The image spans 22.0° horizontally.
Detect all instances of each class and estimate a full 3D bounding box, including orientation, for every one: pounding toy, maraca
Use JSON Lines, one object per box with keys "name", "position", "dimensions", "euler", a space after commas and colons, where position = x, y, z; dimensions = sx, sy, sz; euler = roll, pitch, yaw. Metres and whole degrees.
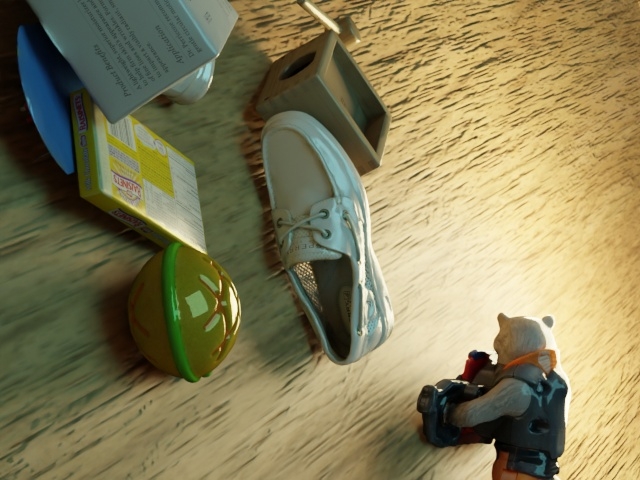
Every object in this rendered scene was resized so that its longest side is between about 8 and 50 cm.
{"name": "pounding toy", "position": [-0.008, -0.179, 1.840], "dimensions": [0.181, 0.094, 0.206], "euler": [54, 24, -21]}
{"name": "maraca", "position": [-0.120, 0.067, 1.496], "dimensions": [0.185, 0.099, 0.127], "euler": [54, 31, -79]}

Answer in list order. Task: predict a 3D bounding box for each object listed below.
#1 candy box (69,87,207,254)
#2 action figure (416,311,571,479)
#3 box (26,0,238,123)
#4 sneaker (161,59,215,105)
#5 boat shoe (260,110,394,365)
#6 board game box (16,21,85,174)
{"name": "candy box", "position": [-0.164, -0.056, 1.514], "dimensions": [0.206, 0.027, 0.105], "euler": [38, 41, -61]}
{"name": "action figure", "position": [0.268, 0.247, 1.987], "dimensions": [0.341, 0.179, 0.330], "euler": [-7, 92, -56]}
{"name": "box", "position": [-0.176, -0.225, 1.467], "dimensions": [0.181, 0.119, 0.182], "euler": [57, 12, -15]}
{"name": "sneaker", "position": [-0.152, -0.245, 1.642], "dimensions": [0.094, 0.080, 0.212], "euler": [22, 56, -40]}
{"name": "boat shoe", "position": [0.000, 0.000, 1.734], "dimensions": [0.096, 0.098, 0.277], "euler": [-39, 109, -61]}
{"name": "board game box", "position": [-0.237, -0.126, 1.458], "dimensions": [0.169, 0.033, 0.133], "euler": [-40, 112, -71]}
